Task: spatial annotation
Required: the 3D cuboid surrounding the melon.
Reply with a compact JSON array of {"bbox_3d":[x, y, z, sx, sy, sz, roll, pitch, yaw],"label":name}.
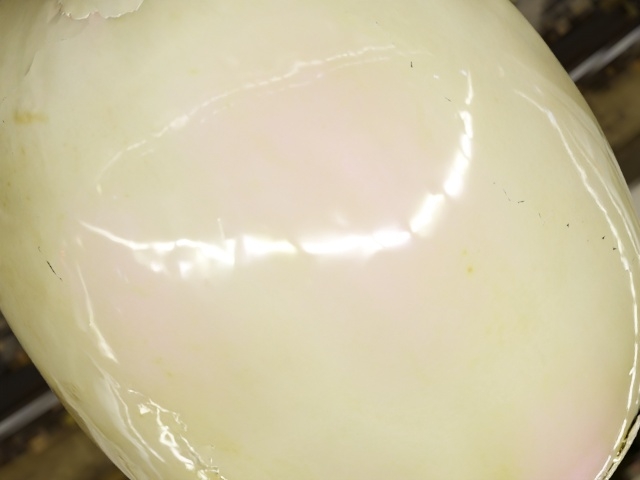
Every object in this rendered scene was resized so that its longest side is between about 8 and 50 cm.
[{"bbox_3d":[0.000,0.000,0.740,0.223,0.223,0.317,-37,125,2],"label":"melon"}]
